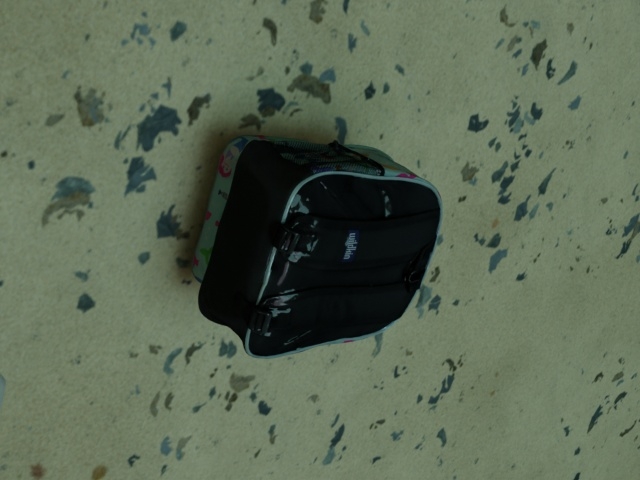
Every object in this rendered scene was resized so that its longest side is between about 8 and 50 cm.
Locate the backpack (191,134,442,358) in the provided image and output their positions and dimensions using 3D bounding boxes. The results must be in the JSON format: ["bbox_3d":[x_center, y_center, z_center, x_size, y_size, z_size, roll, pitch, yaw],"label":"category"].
[{"bbox_3d":[0.000,0.000,1.234,0.254,0.191,0.225,-1,117,-38],"label":"backpack"}]

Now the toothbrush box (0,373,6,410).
[{"bbox_3d":[-0.391,0.075,0.819,0.206,0.122,0.283,-24,121,5],"label":"toothbrush box"}]
